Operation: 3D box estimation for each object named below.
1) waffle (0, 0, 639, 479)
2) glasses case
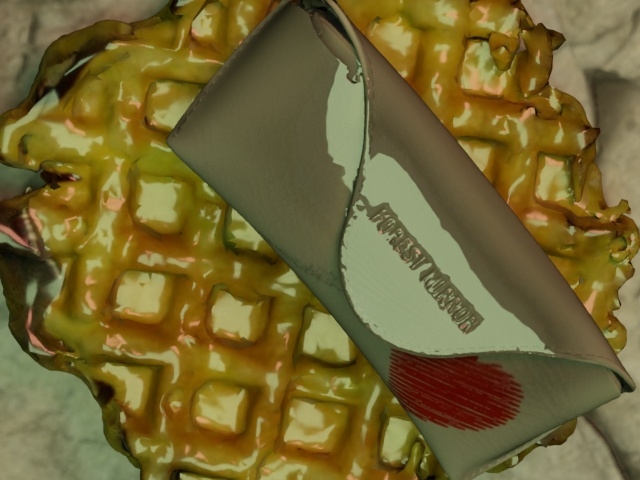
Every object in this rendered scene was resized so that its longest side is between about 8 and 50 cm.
[{"bbox_3d":[0.000,0.000,0.920,0.379,0.095,0.382,-30,103,4],"label":"waffle"},{"bbox_3d":[0.048,0.009,0.841,0.128,0.083,0.308,-39,100,3],"label":"glasses case"}]
